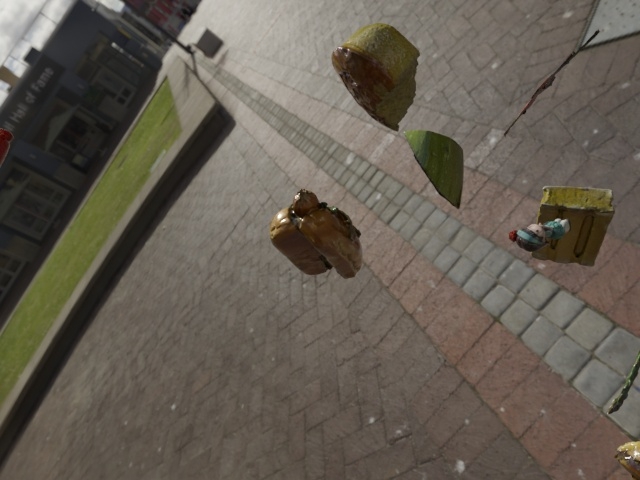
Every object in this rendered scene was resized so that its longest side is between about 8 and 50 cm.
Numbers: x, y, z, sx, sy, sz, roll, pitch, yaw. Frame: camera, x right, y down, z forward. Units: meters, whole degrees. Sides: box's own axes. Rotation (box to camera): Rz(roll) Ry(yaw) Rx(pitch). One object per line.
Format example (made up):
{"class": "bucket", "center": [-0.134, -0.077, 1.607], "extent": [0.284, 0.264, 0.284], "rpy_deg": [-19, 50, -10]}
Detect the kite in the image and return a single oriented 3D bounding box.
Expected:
{"class": "kite", "center": [0.554, -0.374, 1.125], "extent": [0.234, 0.016, 0.321], "rpy_deg": [-34, -17, -51]}

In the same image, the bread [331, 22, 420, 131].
{"class": "bread", "center": [0.076, -0.235, 0.645], "extent": [0.086, 0.156, 0.125], "rpy_deg": [-46, 73, -1]}

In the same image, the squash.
{"class": "squash", "center": [0.288, -0.166, 1.016], "extent": [0.085, 0.192, 0.184], "rpy_deg": [-36, 55, 25]}

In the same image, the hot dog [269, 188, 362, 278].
{"class": "hot dog", "center": [0.000, 0.000, 0.615], "extent": [0.109, 0.269, 0.072], "rpy_deg": [3, 74, 10]}

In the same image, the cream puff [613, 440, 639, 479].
{"class": "cream puff", "center": [0.735, 0.503, 1.011], "extent": [0.104, 0.119, 0.133], "rpy_deg": [-41, 1, 3]}

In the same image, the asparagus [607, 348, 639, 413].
{"class": "asparagus", "center": [0.712, 0.296, 1.033], "extent": [0.023, 0.022, 0.232], "rpy_deg": [29, 79, 31]}

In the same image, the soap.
{"class": "soap", "center": [0.789, -0.040, 1.442], "extent": [0.199, 0.315, 0.091], "rpy_deg": [8, 61, 25]}

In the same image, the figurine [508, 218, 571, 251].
{"class": "figurine", "center": [0.413, -0.014, 0.854], "extent": [0.106, 0.047, 0.060], "rpy_deg": [-19, 33, -12]}

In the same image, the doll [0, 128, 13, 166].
{"class": "doll", "center": [-0.475, -0.012, 0.552], "extent": [0.188, 0.099, 0.383], "rpy_deg": [130, 145, -60]}
